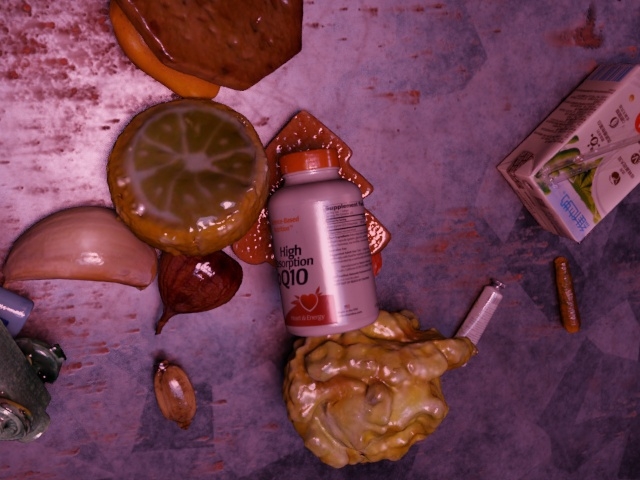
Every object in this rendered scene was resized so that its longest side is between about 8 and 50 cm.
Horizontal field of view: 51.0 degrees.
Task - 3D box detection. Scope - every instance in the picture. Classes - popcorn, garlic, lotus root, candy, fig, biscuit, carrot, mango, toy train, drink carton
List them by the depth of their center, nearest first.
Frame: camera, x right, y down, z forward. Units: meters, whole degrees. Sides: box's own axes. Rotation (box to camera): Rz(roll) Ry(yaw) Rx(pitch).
[{"bbox_3d":[-0.548,0.149,0.958,0.253,0.160,0.397,-9,124,11],"label":"toy train"},{"bbox_3d":[-0.165,-0.400,1.021,0.359,0.046,0.359,8,77,-39],"label":"biscuit"},{"bbox_3d":[-0.229,-0.312,1.054,0.217,0.102,0.141,55,50,-30],"label":"mango"},{"bbox_3d":[-0.205,-0.103,1.057,0.259,0.118,0.260,1,68,-2],"label":"candy"},{"bbox_3d":[-0.386,0.028,1.078,0.244,0.145,0.164,-2,134,-16],"label":"garlic"},{"bbox_3d":[-0.236,0.083,1.135,0.201,0.134,0.146,-45,102,4],"label":"fig"},{"bbox_3d":[-0.019,-0.076,1.184,0.283,0.043,0.306,-2,93,4],"label":"biscuit"},{"bbox_3d":[-0.256,0.278,1.197,0.072,0.063,0.152,-5,110,21],"label":"lotus root"},{"bbox_3d":[0.094,0.262,1.203,0.335,0.274,0.279,12,100,-21],"label":"popcorn"},{"bbox_3d":[0.542,-0.182,1.338,0.324,0.132,0.194,-44,112,-4],"label":"drink carton"},{"bbox_3d":[0.531,0.117,1.445,0.042,0.042,0.171,-20,107,-14],"label":"carrot"}]

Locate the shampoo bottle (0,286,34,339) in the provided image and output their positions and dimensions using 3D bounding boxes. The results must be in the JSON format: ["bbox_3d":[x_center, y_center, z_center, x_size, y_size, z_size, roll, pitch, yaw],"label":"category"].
[{"bbox_3d":[-0.583,0.075,1.032,0.258,0.061,0.104,31,126,-21],"label":"shampoo bottle"}]

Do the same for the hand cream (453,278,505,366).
[{"bbox_3d":[0.321,0.169,1.388,0.067,0.042,0.194,26,97,-30],"label":"hand cream"}]

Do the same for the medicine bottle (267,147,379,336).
[{"bbox_3d":[0.000,0.000,1.085,0.157,0.157,0.289,-9,92,-17],"label":"medicine bottle"}]

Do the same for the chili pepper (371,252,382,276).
[{"bbox_3d":[0.069,0.043,1.249,0.086,0.084,0.192,-3,102,26],"label":"chili pepper"}]
